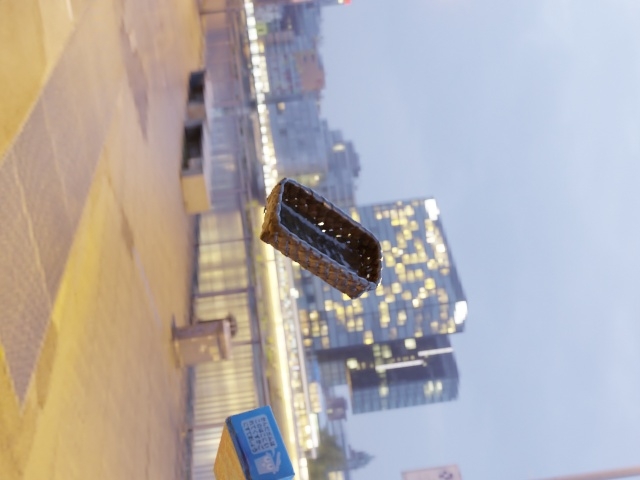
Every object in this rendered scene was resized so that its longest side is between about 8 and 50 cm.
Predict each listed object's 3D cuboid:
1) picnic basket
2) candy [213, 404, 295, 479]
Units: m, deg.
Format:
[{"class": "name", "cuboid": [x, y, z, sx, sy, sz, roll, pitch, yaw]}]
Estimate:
[{"class": "picnic basket", "cuboid": [0.000, 0.000, 1.201, 0.193, 0.055, 0.110, 35, 40, -28]}, {"class": "candy", "cuboid": [-0.142, 0.471, 1.808, 0.305, 0.100, 0.157, 110, -39, -54]}]
